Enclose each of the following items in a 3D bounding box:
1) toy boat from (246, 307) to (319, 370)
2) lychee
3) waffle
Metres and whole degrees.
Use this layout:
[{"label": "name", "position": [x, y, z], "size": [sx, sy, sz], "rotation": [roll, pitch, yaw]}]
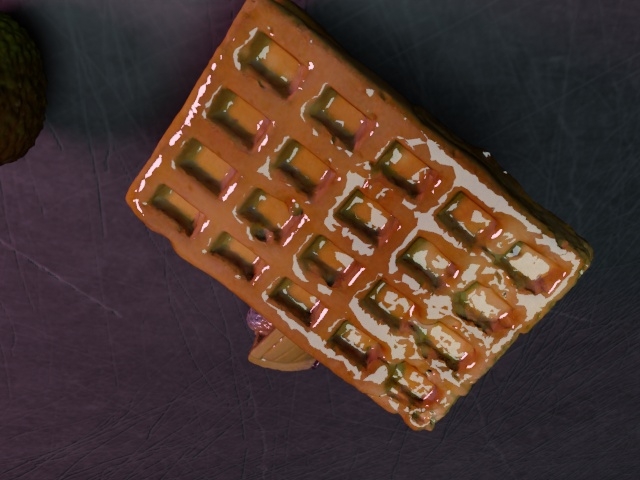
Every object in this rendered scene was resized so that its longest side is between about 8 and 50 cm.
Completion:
[{"label": "toy boat", "position": [0.000, 0.000, 0.620], "size": [0.121, 0.089, 0.321], "rotation": [26, 120, -7]}, {"label": "lychee", "position": [-0.269, -0.107, 0.476], "size": [0.114, 0.114, 0.146], "rotation": [23, 105, -25]}, {"label": "waffle", "position": [0.028, -0.014, 0.507], "size": [0.327, 0.098, 0.224], "rotation": [39, 113, -2]}]
